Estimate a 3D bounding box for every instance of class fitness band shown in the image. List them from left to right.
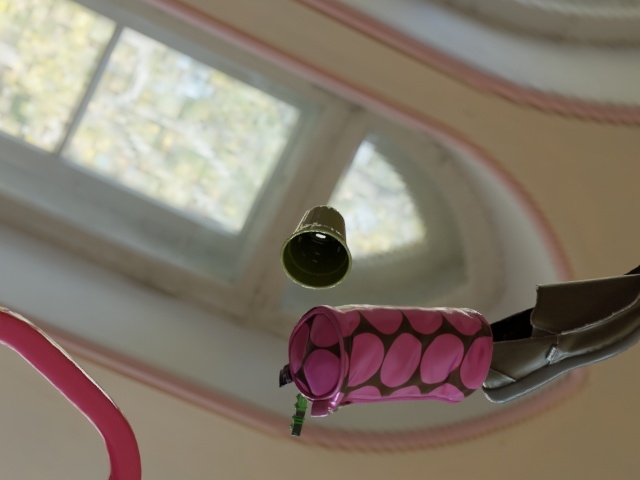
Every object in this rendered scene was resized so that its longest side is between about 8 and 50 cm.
[{"bbox_3d":[-0.297,0.186,1.624,0.209,0.291,0.054,-45,-162,-4],"label":"fitness band"}]

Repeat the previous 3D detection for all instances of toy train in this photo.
[{"bbox_3d":[-0.024,0.205,2.205,0.024,0.017,0.083,-89,-170,-68],"label":"toy train"}]

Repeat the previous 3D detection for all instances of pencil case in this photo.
[{"bbox_3d":[0.067,0.109,1.638,0.095,0.209,0.098,-22,-108,48],"label":"pencil case"}]

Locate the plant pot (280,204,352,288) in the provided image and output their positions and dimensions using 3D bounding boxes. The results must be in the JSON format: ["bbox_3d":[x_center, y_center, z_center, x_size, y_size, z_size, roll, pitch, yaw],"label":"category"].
[{"bbox_3d":[0.000,0.000,2.061,0.083,0.083,0.079,-54,-167,33],"label":"plant pot"}]

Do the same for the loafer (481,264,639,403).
[{"bbox_3d":[0.261,0.086,1.884,0.251,0.087,0.094,-32,-165,22],"label":"loafer"}]
